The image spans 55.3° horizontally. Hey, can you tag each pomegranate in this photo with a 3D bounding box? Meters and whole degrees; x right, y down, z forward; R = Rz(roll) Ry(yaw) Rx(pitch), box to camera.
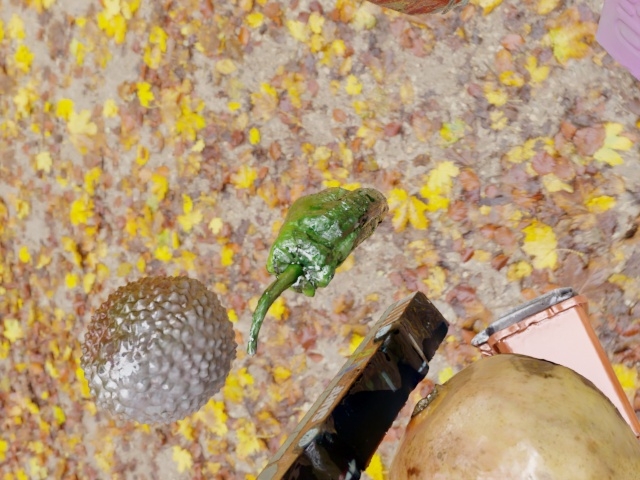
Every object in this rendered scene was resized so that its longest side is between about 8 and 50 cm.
[{"bbox_3d":[0.228,0.284,0.727,0.322,0.322,0.322,3,95,32],"label":"pomegranate"}]

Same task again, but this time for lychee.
[{"bbox_3d":[-0.173,0.117,0.671,0.165,0.197,0.165,0,83,1],"label":"lychee"}]

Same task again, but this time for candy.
[{"bbox_3d":[0.126,-0.372,0.891,0.086,0.292,0.059,-3,93,44],"label":"candy"}]

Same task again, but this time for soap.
[{"bbox_3d":[0.418,-0.303,0.759,0.065,0.203,0.122,-28,60,-2],"label":"soap"}]

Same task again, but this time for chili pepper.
[{"bbox_3d":[0.000,-0.001,0.523,0.065,0.279,0.122,36,103,6],"label":"chili pepper"}]

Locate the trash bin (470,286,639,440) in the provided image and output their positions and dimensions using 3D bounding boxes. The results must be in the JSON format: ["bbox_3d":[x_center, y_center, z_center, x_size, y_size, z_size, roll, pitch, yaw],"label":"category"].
[{"bbox_3d":[0.360,0.215,0.931,0.184,0.161,0.239,-26,60,13],"label":"trash bin"}]

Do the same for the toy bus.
[{"bbox_3d":[0.058,0.216,0.828,0.093,0.409,0.092,52,135,-5],"label":"toy bus"}]
